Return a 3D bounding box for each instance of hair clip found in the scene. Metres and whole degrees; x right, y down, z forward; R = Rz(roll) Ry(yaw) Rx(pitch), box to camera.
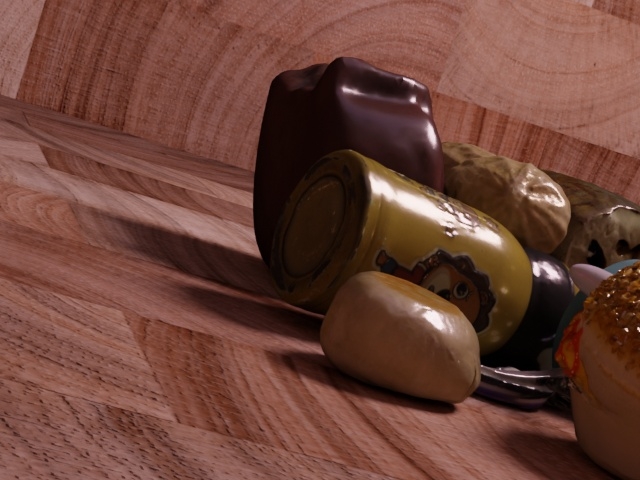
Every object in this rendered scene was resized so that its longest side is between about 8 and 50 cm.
[{"bbox_3d":[0.184,0.133,1.465,0.172,0.049,0.116,13,3,-25],"label":"hair clip"}]

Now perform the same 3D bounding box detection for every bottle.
[{"bbox_3d":[0.135,0.040,1.564,0.351,0.172,0.171,22,3,-27],"label":"bottle"}]

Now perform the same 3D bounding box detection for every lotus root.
[{"bbox_3d":[0.289,0.029,1.916,0.250,0.251,0.346,15,2,-34],"label":"lotus root"}]

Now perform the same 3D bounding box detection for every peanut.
[{"bbox_3d":[0.192,-0.053,1.771,0.136,0.120,0.298,36,-1,-23],"label":"peanut"}]

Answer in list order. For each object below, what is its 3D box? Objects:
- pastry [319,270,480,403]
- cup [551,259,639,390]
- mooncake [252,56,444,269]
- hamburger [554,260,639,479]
[{"bbox_3d":[0.076,0.089,1.325,0.156,0.092,0.156,22,12,-5],"label":"pastry"},{"bbox_3d":[0.355,0.128,1.515,0.173,0.167,0.300,37,-7,49],"label":"cup"},{"bbox_3d":[0.033,-0.088,1.798,0.174,0.334,0.326,6,-30,-16],"label":"mooncake"},{"bbox_3d":[0.350,0.116,1.271,0.294,0.179,0.276,23,26,37],"label":"hamburger"}]
